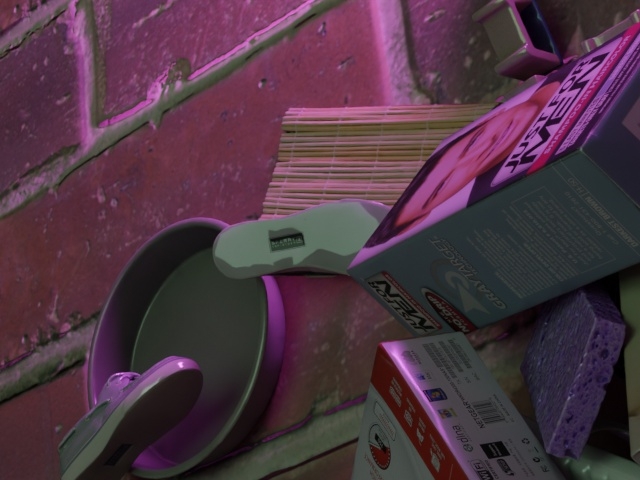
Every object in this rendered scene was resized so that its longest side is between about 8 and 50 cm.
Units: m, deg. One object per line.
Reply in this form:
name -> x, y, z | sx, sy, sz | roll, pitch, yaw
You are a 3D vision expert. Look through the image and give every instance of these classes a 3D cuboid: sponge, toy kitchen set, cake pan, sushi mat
sponge -> 0.206, 0.090, 1.476 | 0.210, 0.031, 0.117 | -88, 15, -76
toy kitchen set -> 0.243, -0.232, 1.694 | 0.166, 0.122, 0.207 | -30, 75, 34
cake pan -> -0.145, 0.122, 1.972 | 0.293, 0.054, 0.293 | -20, 61, 40
sushi mat -> 0.054, -0.071, 1.870 | 0.316, 0.019, 0.151 | 2, 77, 46

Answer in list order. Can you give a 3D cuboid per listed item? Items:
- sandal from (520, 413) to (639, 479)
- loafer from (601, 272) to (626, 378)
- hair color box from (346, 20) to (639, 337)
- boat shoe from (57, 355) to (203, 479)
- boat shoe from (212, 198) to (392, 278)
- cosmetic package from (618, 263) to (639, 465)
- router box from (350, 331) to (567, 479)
sandal -> 0.262, 0.215, 1.474 | 0.102, 0.169, 0.416 | -35, 36, -23
loafer -> 0.268, 0.037, 1.577 | 0.061, 0.062, 0.170 | -22, 61, 33
hair color box -> 0.190, -0.046, 1.512 | 0.185, 0.113, 0.374 | -52, 11, -29
boat shoe -> -0.214, 0.185, 1.919 | 0.227, 0.079, 0.081 | -46, 51, 27
boat shoe -> 0.000, 0.000, 1.832 | 0.219, 0.070, 0.078 | -4, 88, 23
cosmetic package -> 0.325, 0.053, 1.382 | 0.160, 0.113, 0.309 | -40, 22, 29
router box -> 0.127, 0.296, 1.485 | 0.335, 0.082, 0.301 | -124, 34, -47
